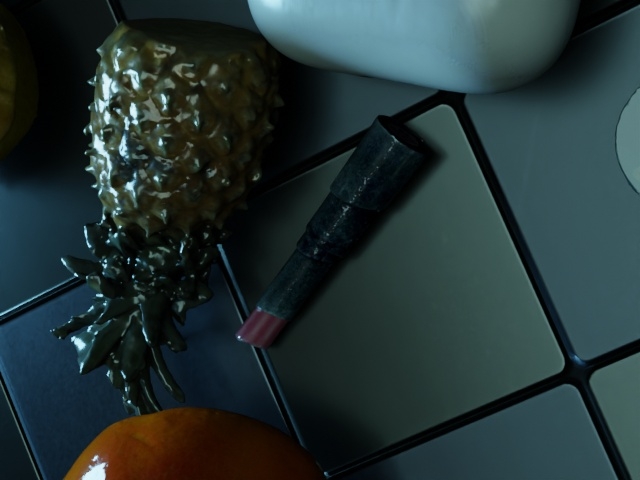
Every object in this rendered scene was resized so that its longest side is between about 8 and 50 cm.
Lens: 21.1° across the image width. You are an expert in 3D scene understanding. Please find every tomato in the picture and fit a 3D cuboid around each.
[{"bbox_3d":[-0.104,0.257,1.403,0.260,0.180,0.259,2,116,5],"label":"tomato"}]

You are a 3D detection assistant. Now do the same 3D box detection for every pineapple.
[{"bbox_3d":[-0.132,-0.013,1.448,0.169,0.169,0.340,15,103,21],"label":"pineapple"}]

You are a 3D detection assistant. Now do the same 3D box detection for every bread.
[{"bbox_3d":[-0.333,-0.162,1.529,0.139,0.143,0.229,-31,84,9],"label":"bread"}]

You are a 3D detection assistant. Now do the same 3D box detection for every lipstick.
[{"bbox_3d":[0.000,0.000,1.442,0.053,0.053,0.234,43,109,15],"label":"lipstick"}]

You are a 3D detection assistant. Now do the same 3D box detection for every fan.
[{"bbox_3d":[0.313,-0.070,1.333,0.175,0.005,0.113,16,97,22],"label":"fan"}]

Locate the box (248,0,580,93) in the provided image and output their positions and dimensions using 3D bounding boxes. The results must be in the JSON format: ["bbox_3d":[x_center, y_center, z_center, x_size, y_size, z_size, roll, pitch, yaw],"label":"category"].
[{"bbox_3d":[0.082,-0.295,1.330,0.289,0.141,0.349,13,97,35],"label":"box"}]
